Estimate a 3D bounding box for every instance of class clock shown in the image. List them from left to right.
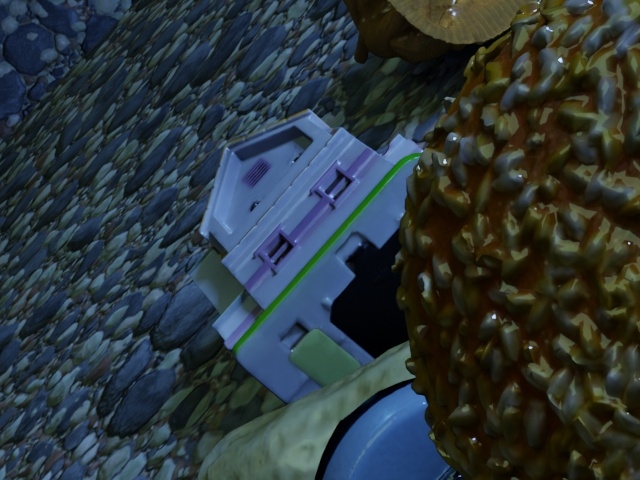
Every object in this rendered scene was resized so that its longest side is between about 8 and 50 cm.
[{"bbox_3d":[0.000,0.000,1.279,0.235,0.166,0.309,-48,30,1],"label":"clock"}]

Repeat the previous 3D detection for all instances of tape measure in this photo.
[{"bbox_3d":[0.083,0.171,0.832,0.182,0.181,0.107,-52,11,-6],"label":"tape measure"}]

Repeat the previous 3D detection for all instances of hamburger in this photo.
[{"bbox_3d":[0.209,0.018,0.638,0.330,0.250,0.330,-7,80,46],"label":"hamburger"}]

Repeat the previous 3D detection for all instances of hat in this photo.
[{"bbox_3d":[0.093,-0.252,1.539,0.233,0.233,0.244,133,135,-53],"label":"hat"}]

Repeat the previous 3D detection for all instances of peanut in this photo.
[{"bbox_3d":[0.039,0.162,0.998,0.319,0.147,0.147,-26,31,32],"label":"peanut"}]
